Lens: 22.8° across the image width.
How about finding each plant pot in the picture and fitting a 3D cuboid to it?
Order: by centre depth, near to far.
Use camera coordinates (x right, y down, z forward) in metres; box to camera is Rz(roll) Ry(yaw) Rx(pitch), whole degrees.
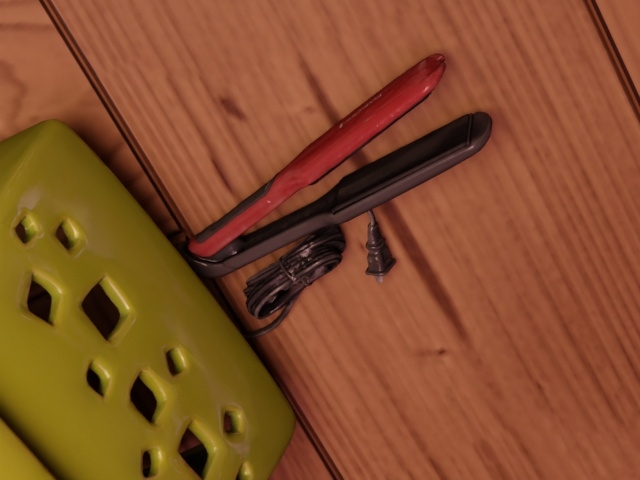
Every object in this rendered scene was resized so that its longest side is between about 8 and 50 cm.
[{"bbox_3d":[-0.179,0.111,0.807,0.227,0.207,0.228,-26,111,28],"label":"plant pot"}]

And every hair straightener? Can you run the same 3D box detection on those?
[{"bbox_3d":[0.000,0.000,0.849,0.230,0.047,0.089,-37,109,19],"label":"hair straightener"}]
